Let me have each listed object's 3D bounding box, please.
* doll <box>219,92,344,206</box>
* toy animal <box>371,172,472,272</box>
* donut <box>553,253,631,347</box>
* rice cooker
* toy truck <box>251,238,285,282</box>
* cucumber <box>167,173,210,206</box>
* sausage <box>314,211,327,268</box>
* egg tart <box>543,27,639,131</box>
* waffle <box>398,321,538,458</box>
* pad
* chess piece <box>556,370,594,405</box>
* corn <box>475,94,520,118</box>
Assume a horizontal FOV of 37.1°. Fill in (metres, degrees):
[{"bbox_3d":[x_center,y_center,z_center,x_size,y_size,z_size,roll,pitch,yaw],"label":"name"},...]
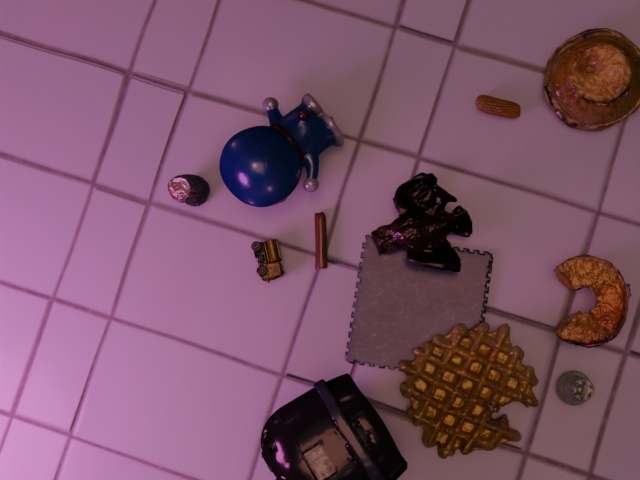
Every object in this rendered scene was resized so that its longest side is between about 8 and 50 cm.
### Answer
[{"bbox_3d":[-0.082,-0.176,1.894,0.257,0.161,0.215,-35,69,-17],"label":"doll"},{"bbox_3d":[0.200,-0.019,1.883,0.179,0.116,0.218,-24,66,21],"label":"toy animal"},{"bbox_3d":[0.524,0.121,1.851,0.146,0.078,0.181,1,78,3],"label":"donut"},{"bbox_3d":[0.019,0.389,1.765,0.224,0.267,0.267,-31,83,-4],"label":"rice cooker"},{"bbox_3d":[-0.104,0.041,1.910,0.054,0.049,0.083,-13,82,1],"label":"toy truck"},{"bbox_3d":[-0.262,-0.102,1.906,0.064,0.112,0.064,0,88,10],"label":"cucumber"},{"bbox_3d":[0.000,0.000,1.920,0.026,0.026,0.116,-2,83,3],"label":"sausage"},{"bbox_3d":[0.549,-0.324,1.892,0.213,0.090,0.212,-1,83,8],"label":"egg tart"},{"bbox_3d":[0.289,0.287,1.847,0.261,0.056,0.250,-19,89,5],"label":"waffle"},{"bbox_3d":[0.197,0.133,1.900,0.270,0.012,0.269,7,85,4],"label":"pad"},{"bbox_3d":[0.492,0.284,1.818,0.067,0.103,0.067,0,84,3],"label":"chess piece"},{"bbox_3d":[0.359,-0.269,1.921,0.092,0.037,0.037,13,85,3],"label":"corn"}]
